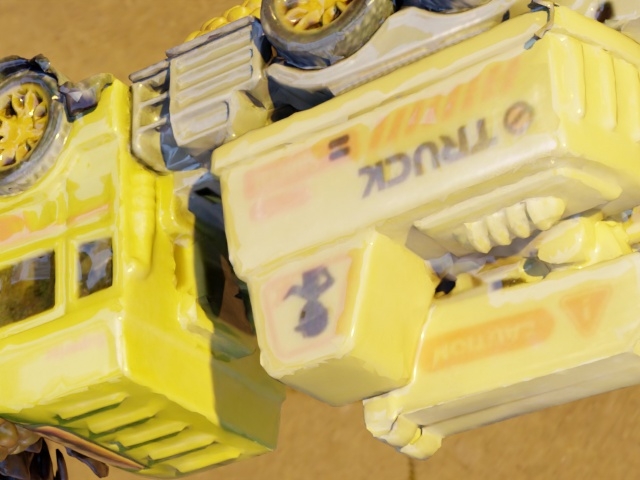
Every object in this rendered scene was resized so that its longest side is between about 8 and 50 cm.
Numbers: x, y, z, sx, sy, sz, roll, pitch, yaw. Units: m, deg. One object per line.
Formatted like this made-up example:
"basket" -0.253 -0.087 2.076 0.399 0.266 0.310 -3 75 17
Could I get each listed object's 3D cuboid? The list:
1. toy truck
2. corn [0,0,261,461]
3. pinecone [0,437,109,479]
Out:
"toy truck" 0.000 0.000 0.570 0.272 0.124 0.157 -19 57 28
"corn" -0.092 0.001 0.781 0.310 0.101 0.101 -45 86 -3
"pinecone" -0.171 0.082 0.895 0.174 0.173 0.173 9 112 22
